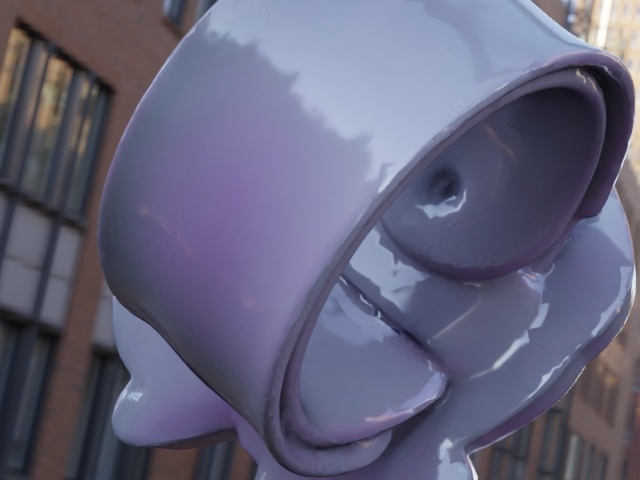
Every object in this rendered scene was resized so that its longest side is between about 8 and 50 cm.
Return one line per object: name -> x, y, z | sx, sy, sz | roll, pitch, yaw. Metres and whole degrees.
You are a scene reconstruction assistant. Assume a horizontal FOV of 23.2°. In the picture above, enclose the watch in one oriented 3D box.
watch -> 0.000, 0.000, 0.607 | 0.211, 0.248, 0.217 | 43, -2, 28
